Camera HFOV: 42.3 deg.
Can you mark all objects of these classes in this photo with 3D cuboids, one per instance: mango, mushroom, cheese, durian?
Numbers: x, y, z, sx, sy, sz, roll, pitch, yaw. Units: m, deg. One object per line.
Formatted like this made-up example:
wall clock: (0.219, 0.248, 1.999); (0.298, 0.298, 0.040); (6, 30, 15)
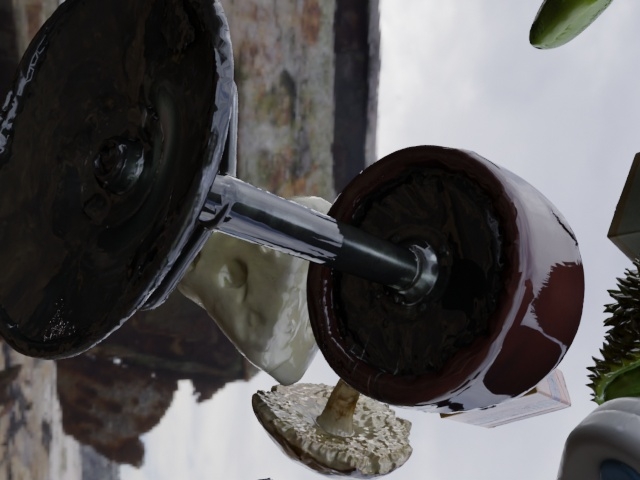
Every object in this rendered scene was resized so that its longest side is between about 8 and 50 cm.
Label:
mango: (0.334, -0.321, 1.086); (0.165, 0.091, 0.074); (-43, -110, 33)
mushroom: (0.068, 0.206, 1.150); (0.301, 0.208, 0.233); (-40, -168, 14)
cheese: (-0.074, 0.034, 1.172); (0.251, 0.248, 0.174); (31, -11, 33)
durian: (0.350, 0.091, 0.730); (0.237, 0.200, 0.177); (92, 22, -66)

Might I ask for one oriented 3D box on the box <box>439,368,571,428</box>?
box: (0.285, 0.237, 1.281); (0.237, 0.152, 0.070); (25, 48, -59)

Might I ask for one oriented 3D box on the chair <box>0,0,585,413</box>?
chair: (0.000, 0.000, 0.577); (0.226, 0.401, 0.227); (-16, -115, 39)

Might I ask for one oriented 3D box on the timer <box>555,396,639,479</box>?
timer: (0.300, 0.246, 0.632); (0.262, 0.087, 0.237); (39, -29, 37)

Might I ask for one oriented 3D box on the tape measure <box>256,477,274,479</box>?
tape measure: (-0.088, 0.370, 1.104); (0.091, 0.054, 0.094); (-35, -121, 52)

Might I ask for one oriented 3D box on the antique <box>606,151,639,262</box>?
antique: (0.458, -0.030, 1.028); (0.148, 0.146, 0.152); (-15, -139, 56)
